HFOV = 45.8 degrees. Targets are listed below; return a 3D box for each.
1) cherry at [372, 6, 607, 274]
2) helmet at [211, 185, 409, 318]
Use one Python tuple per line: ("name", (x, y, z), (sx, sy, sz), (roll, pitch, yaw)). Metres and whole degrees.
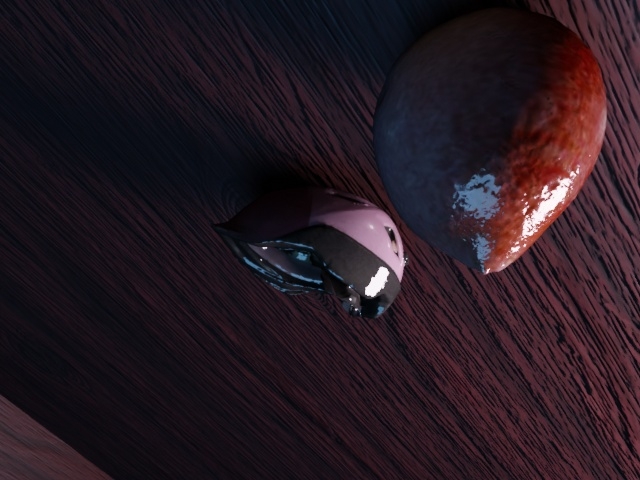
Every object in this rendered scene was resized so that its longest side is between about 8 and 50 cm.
("cherry", (0.152, -0.102, 0.737), (0.239, 0.239, 0.206), (-10, 123, 37))
("helmet", (0.000, 0.000, 1.017), (0.253, 0.154, 0.198), (31, 167, 22))
